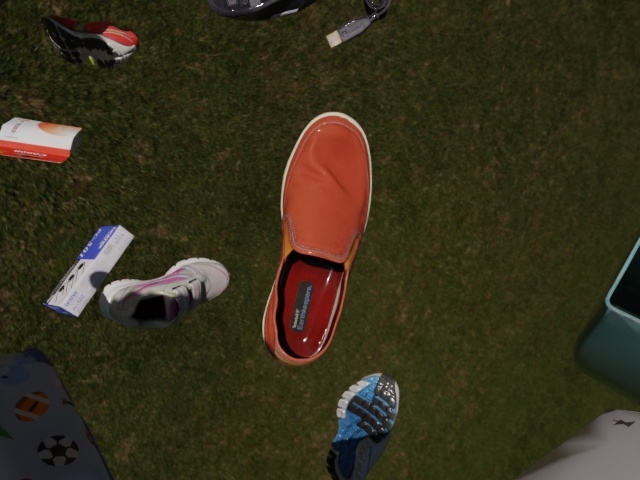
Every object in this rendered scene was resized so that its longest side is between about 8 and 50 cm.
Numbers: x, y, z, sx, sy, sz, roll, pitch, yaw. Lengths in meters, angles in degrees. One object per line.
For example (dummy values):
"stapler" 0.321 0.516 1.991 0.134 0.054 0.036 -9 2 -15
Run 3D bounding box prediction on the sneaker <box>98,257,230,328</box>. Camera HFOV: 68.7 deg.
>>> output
"sneaker" -0.284 0.113 0.909 0.252 0.111 0.103 -20 120 -32

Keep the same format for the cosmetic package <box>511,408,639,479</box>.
"cosmetic package" 0.108 0.280 0.195 0.377 0.097 0.284 -12 85 -33

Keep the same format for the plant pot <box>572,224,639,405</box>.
"plant pot" 0.356 0.085 0.457 0.165 0.165 0.234 -50 153 -18

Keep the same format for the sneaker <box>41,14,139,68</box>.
"sneaker" -0.578 -0.510 1.189 0.118 0.279 0.107 -55 161 -35

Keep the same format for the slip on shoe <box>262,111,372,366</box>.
"slip on shoe" 0.000 0.000 0.588 0.123 0.101 0.331 13 88 -10

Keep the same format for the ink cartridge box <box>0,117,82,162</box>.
"ink cartridge box" -0.618 -0.221 1.019 0.145 0.179 0.045 7 111 -16

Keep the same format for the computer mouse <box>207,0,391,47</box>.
"computer mouse" -0.027 -0.354 0.695 0.262 0.060 0.184 -21 82 1

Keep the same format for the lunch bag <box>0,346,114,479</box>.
"lunch bag" -0.338 0.276 0.496 0.115 0.303 0.243 8 115 -51

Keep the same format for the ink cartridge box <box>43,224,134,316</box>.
"ink cartridge box" -0.501 0.062 1.017 0.046 0.097 0.207 48 54 -37

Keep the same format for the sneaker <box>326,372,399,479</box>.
"sneaker" 0.064 0.235 0.607 0.083 0.071 0.190 -23 138 -48

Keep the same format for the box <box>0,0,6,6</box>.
"box" -0.787 -0.607 1.050 0.307 0.242 0.076 -44 104 -2
